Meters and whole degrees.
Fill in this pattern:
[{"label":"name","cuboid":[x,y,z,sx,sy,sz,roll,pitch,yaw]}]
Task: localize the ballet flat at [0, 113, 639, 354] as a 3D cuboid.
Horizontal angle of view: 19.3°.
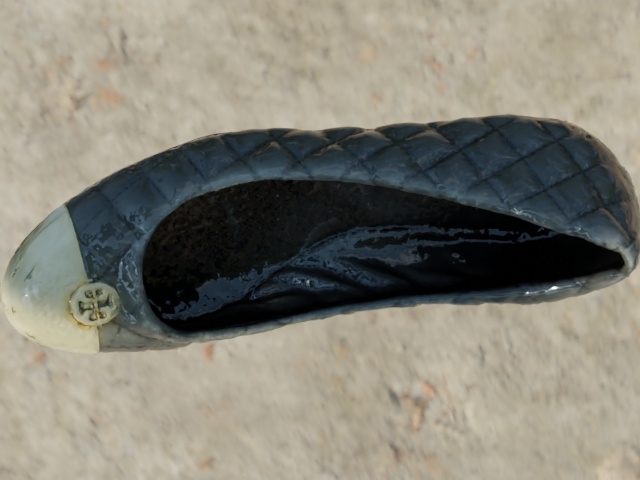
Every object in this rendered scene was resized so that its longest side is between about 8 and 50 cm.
[{"label":"ballet flat","cuboid":[0.000,0.000,0.500,0.173,0.057,0.049,-11,32,-3]}]
